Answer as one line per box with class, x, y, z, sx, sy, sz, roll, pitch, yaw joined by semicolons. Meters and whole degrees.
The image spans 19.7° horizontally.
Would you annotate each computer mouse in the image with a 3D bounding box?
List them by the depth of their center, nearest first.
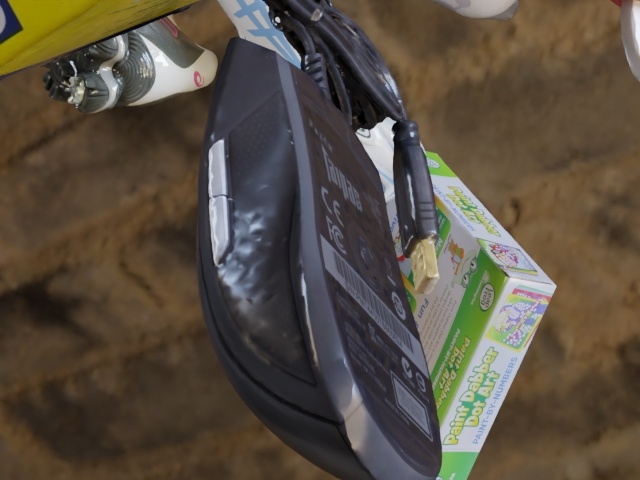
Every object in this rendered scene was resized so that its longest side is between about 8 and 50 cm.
computer mouse;0.000;0.000;0.702;0.060;0.262;0.184;-23;-33;15

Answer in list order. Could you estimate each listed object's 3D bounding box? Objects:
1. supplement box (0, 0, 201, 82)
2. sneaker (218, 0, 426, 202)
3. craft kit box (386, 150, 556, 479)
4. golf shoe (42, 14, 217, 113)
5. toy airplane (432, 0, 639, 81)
supplement box;-0.039;-0.239;0.826;0.357;0.195;0.194;-26;-86;36
sneaker;-0.018;-0.124;1.428;0.086;0.085;0.237;-40;-94;7
craft kit box;0.085;0.080;1.622;0.061;0.246;0.249;11;-66;-26
golf shoe;-0.192;-0.180;1.528;0.120;0.273;0.105;-1;-58;-33
toy airplane;0.215;-0.281;1.688;0.384;0.272;0.386;35;-25;24
